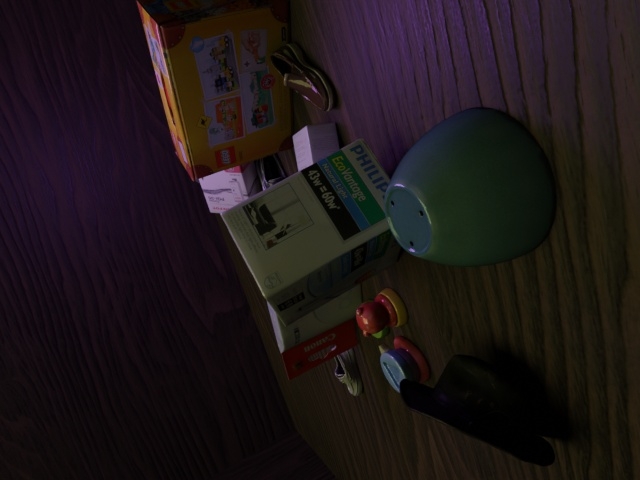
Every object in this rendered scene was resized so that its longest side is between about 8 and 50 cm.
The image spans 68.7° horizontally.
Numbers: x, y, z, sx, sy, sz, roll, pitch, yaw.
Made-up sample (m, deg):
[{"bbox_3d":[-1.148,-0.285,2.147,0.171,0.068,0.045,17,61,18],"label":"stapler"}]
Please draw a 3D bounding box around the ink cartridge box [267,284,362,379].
[{"bbox_3d":[0.003,0.304,1.611,0.091,0.308,0.385,40,146,52],"label":"ink cartridge box"}]

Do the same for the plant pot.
[{"bbox_3d":[0.231,-0.069,0.845,0.290,0.195,0.290,51,154,37],"label":"plant pot"}]

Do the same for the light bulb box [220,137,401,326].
[{"bbox_3d":[0.000,0.000,1.140,0.225,0.360,0.358,59,173,18],"label":"light bulb box"}]

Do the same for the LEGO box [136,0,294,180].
[{"bbox_3d":[-0.292,-0.479,1.437,0.193,0.372,0.500,51,153,36],"label":"LEGO box"}]

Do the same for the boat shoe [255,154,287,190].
[{"bbox_3d":[-0.165,-0.208,1.791,0.102,0.108,0.302,135,118,-69],"label":"boat shoe"}]

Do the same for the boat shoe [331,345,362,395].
[{"bbox_3d":[0.103,0.534,1.908,0.096,0.088,0.268,34,142,54],"label":"boat shoe"}]

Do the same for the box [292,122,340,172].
[{"bbox_3d":[-0.006,-0.235,1.346,0.130,0.090,0.171,178,82,-69],"label":"box"}]

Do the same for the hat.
[{"bbox_3d":[0.340,0.326,0.993,0.331,0.331,0.134,22,94,61],"label":"hat"}]

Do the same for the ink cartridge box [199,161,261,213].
[{"bbox_3d":[-0.361,-0.242,1.856,0.207,0.117,0.283,6,134,16],"label":"ink cartridge box"}]

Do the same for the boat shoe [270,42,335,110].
[{"bbox_3d":[-0.058,-0.441,1.298,0.257,0.095,0.095,55,156,28],"label":"boat shoe"}]

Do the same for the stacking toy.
[{"bbox_3d":[0.181,0.318,1.447,0.309,0.130,0.279,67,159,2],"label":"stacking toy"}]

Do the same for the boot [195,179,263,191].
[{"bbox_3d":[-0.357,-0.366,1.926,0.366,0.146,0.445,23,137,2],"label":"boot"}]
